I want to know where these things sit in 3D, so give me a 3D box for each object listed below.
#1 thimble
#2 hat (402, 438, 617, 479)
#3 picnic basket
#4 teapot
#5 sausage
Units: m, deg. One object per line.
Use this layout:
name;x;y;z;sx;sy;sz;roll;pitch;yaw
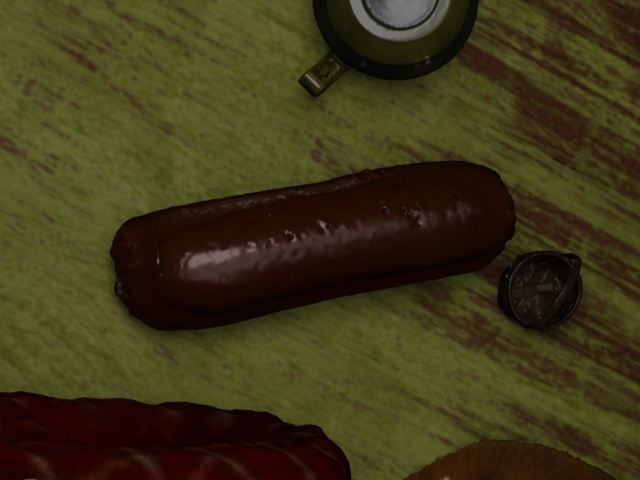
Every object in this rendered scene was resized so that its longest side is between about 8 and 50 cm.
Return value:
thimble;-0.148;0.233;1.324;0.350;0.350;0.231;4;90;-13
hat;0.161;0.320;1.504;0.244;0.233;0.233;-26;122;-2
picnic basket;0.184;0.040;1.529;0.072;0.083;0.072;0;90;-14
teapot;0.046;-0.177;1.484;0.130;0.119;0.166;45;88;-1
sausage;0.000;0.000;1.483;0.330;0.102;0.102;-11;91;-13
